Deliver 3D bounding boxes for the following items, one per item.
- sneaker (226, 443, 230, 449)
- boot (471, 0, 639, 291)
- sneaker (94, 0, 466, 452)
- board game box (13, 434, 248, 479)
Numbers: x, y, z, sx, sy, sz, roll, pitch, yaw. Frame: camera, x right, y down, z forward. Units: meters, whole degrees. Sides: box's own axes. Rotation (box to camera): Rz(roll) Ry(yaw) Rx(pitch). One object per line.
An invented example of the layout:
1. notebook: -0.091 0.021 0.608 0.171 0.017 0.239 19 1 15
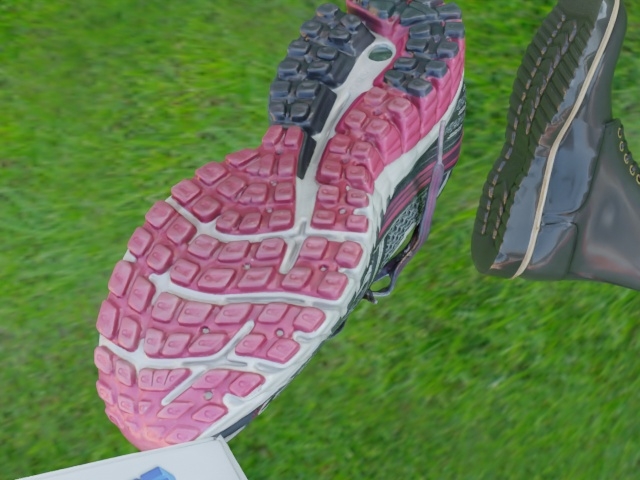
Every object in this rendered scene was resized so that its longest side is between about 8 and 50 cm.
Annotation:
1. sneaker: -0.067 0.268 1.162 0.146 0.122 0.330 -45 48 16
2. boot: 0.190 -0.060 1.060 0.137 0.077 0.198 11 116 -18
3. sneaker: 0.000 0.000 0.851 0.121 0.299 0.112 18 144 28
4. board game box: -0.105 0.150 0.290 0.193 0.305 0.053 58 135 27
